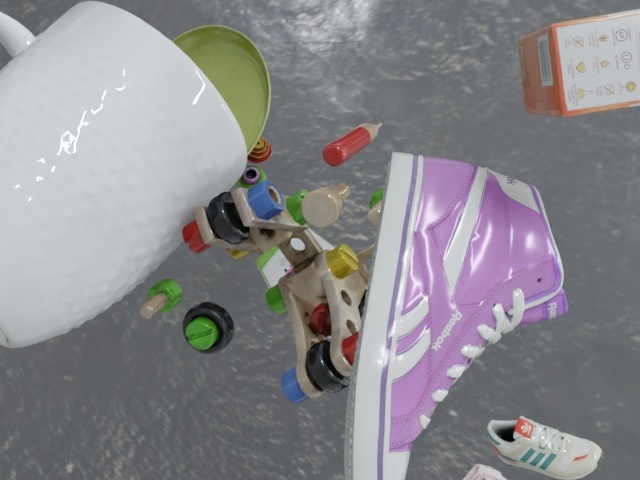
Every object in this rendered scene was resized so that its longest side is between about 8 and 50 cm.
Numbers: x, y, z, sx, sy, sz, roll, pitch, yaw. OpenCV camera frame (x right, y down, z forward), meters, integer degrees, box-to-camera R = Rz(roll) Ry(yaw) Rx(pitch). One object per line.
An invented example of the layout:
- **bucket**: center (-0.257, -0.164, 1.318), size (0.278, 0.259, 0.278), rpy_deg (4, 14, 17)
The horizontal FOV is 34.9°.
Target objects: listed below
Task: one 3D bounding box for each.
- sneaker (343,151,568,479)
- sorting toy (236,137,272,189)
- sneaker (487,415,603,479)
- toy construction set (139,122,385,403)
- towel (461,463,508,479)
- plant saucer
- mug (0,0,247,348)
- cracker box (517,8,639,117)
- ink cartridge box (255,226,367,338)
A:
- **sneaker**: center (0.108, 0.077, 0.784), size (0.161, 0.102, 0.282), rpy_deg (12, 82, 0)
- **sorting toy**: center (-0.114, -0.130, 1.668), size (0.061, 0.042, 0.102), rpy_deg (9, 67, -1)
- **sneaker**: center (0.297, 0.276, 1.377), size (0.075, 0.161, 0.057), rpy_deg (52, 55, -35)
- **toy construction set**: center (0.000, 0.000, 1.164), size (0.257, 0.237, 0.309), rpy_deg (35, 117, 7)
- **towel**: center (0.182, 0.415, 0.994), size (0.332, 0.053, 0.317), rpy_deg (34, 104, -14)
- **plant saucer**: center (-0.170, -0.203, 1.537), size (0.037, 0.241, 0.241), rpy_deg (13, 90, -60)
- **mug**: center (-0.319, -0.089, 1.118), size (0.374, 0.276, 0.328), rpy_deg (47, 65, -16)
- **cracker box**: center (0.269, -0.137, 0.728), size (0.232, 0.156, 0.067), rpy_deg (-8, 97, 3)
- **ink cartridge box**: center (0.030, 0.100, 1.465), size (0.189, 0.255, 0.097), rpy_deg (37, 101, -30)
